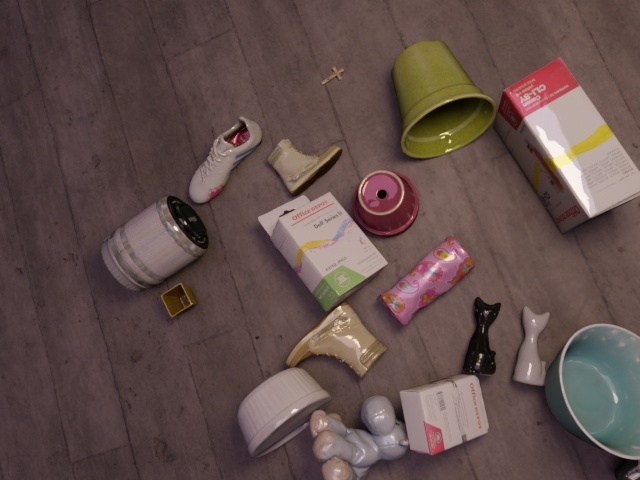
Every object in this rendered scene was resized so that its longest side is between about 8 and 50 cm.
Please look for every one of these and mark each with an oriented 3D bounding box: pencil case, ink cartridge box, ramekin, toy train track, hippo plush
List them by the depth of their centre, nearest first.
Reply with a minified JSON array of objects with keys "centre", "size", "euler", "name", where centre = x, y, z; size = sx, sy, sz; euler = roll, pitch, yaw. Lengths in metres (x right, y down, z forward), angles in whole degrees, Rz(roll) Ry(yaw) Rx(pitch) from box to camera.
[{"centre":[0.635,-0.231,1.308],"size":[0.160,0.279,0.385],"euler":[-30,77,8],"name":"ink cartridge box"},{"centre":[0.331,0.456,1.324],"size":[0.217,0.092,0.159],"euler":[-4,79,-31],"name":"ink cartridge box"},{"centre":[0.127,0.556,1.337],"size":[0.236,0.234,0.294],"euler":[-28,82,6],"name":"hippo plush"},{"centre":[-0.111,0.474,1.400],"size":[0.273,0.273,0.127],"euler":[-42,64,4],"name":"ramekin"},{"centre":[0.302,0.116,1.424],"size":[0.284,0.124,0.124],"euler":[-42,76,5],"name":"pencil case"},{"centre":[0.000,0.000,1.457],"size":[0.207,0.119,0.353],"euler":[-31,74,-32],"name":"ink cartridge box"},{"centre":[0.040,-0.532,1.618],"size":[0.083,0.014,0.048],"euler":[-30,85,13],"name":"toy train track"}]

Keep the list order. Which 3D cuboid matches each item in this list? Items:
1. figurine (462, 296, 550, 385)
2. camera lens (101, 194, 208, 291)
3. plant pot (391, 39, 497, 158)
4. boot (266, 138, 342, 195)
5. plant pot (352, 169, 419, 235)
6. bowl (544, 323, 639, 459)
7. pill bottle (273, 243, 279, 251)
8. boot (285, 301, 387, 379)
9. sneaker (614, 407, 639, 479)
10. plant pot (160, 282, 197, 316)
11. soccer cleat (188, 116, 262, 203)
[{"centre":[0.517,0.276,1.373],"size":[0.214,0.092,0.210],"euler":[9,81,13],"name":"figurine"},{"centre":[-0.510,0.008,1.563],"size":[0.274,0.219,0.219],"euler":[-34,77,7],"name":"camera lens"},{"centre":[0.324,-0.420,1.430],"size":[0.276,0.276,0.254],"euler":[-20,68,9],"name":"plant pot"},{"centre":[-0.053,-0.266,1.572],"size":[0.213,0.077,0.165],"euler":[-40,75,8],"name":"boot"},{"centre":[0.185,-0.120,1.446],"size":[0.201,0.180,0.202],"euler":[-2,81,12],"name":"plant pot"},{"centre":[0.697,0.380,1.246],"size":[0.311,0.163,0.312],"euler":[4,65,-8],"name":"bowl"},{"centre":[-0.071,0.034,1.535],"size":[0.137,0.078,0.078],"euler":[41,93,14],"name":"pill bottle"},{"centre":[0.045,0.338,1.465],"size":[0.262,0.095,0.203],"euler":[-43,77,0],"name":"boot"},{"centre":[0.817,0.505,1.282],"size":[0.228,0.086,0.132],"euler":[-36,72,-4],"name":"sneaker"},{"centre":[-0.443,0.191,1.594],"size":[0.081,0.083,0.081],"euler":[-32,77,8],"name":"plant pot"},{"centre":[-0.325,-0.265,1.597],"size":[0.116,0.143,0.331],"euler":[42,93,14],"name":"soccer cleat"}]
